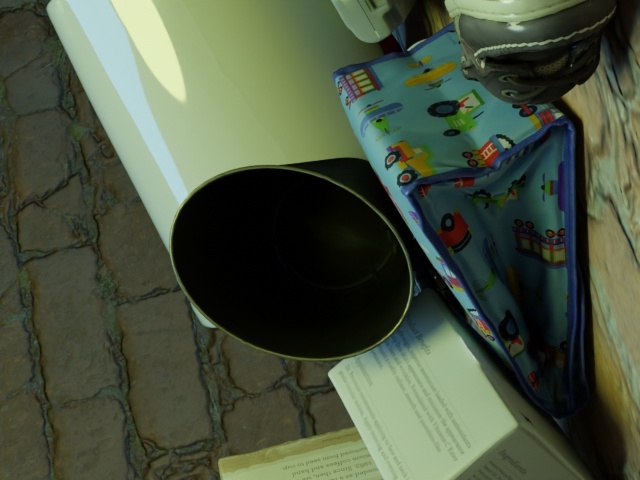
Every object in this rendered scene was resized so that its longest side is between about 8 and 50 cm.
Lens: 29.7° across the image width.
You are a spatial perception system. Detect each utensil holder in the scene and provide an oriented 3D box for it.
[{"bbox_3d":[-0.076,-0.150,1.332,0.385,0.328,0.327,62,178,-9],"label":"utensil holder"}]

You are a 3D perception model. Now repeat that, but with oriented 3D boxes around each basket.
[{"bbox_3d":[0.000,0.000,1.068,0.227,0.204,0.154,-37,-37,-74],"label":"basket"}]

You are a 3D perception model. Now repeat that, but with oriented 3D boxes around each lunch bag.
[{"bbox_3d":[0.137,-0.001,1.010,0.221,0.138,0.293,-114,1,-57],"label":"lunch bag"}]

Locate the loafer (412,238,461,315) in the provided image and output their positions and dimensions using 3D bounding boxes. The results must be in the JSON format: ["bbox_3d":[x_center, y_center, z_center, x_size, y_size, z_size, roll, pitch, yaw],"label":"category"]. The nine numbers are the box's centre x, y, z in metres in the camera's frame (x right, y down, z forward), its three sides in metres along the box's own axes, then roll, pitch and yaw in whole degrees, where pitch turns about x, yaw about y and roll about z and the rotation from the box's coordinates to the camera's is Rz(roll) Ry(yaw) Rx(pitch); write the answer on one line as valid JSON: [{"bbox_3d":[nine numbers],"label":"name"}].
[{"bbox_3d":[0.153,0.122,1.536,0.109,0.095,0.302,-20,-79,-56],"label":"loafer"}]

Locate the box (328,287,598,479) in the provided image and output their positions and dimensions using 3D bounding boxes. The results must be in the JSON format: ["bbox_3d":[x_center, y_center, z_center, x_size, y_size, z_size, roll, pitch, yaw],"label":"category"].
[{"bbox_3d":[0.126,0.167,1.004,0.182,0.119,0.181,42,-169,-37],"label":"box"}]

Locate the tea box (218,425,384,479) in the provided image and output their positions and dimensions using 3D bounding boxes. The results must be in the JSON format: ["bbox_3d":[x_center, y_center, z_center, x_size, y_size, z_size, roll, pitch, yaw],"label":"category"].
[{"bbox_3d":[0.096,0.359,1.203,0.220,0.329,0.323,-107,7,-52],"label":"tea box"}]

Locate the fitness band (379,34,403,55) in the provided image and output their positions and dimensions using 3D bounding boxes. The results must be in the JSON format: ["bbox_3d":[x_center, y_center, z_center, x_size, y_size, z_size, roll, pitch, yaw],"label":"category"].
[{"bbox_3d":[0.014,-0.255,1.564,0.209,0.054,0.291,38,171,1],"label":"fitness band"}]

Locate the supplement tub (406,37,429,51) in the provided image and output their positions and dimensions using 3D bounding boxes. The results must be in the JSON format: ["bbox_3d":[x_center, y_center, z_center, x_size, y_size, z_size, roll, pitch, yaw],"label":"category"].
[{"bbox_3d":[0.112,-0.139,1.172,0.107,0.071,0.071,85,171,-60],"label":"supplement tub"}]

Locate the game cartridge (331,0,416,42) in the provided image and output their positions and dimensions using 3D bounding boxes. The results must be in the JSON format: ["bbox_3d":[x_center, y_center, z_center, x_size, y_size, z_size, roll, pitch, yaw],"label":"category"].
[{"bbox_3d":[0.002,-0.350,1.204,0.297,0.062,0.198,58,-161,-14],"label":"game cartridge"}]

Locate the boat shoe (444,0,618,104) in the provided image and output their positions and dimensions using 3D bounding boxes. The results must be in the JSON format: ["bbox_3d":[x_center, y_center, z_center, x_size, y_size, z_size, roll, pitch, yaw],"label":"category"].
[{"bbox_3d":[0.132,-0.130,0.742,0.285,0.103,0.092,-103,-5,-79],"label":"boat shoe"}]
